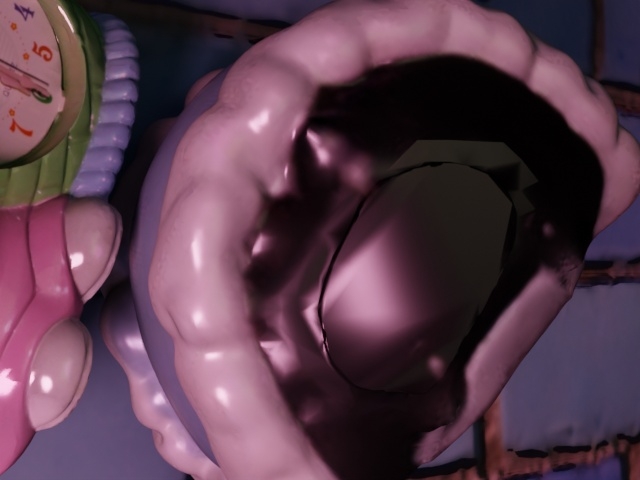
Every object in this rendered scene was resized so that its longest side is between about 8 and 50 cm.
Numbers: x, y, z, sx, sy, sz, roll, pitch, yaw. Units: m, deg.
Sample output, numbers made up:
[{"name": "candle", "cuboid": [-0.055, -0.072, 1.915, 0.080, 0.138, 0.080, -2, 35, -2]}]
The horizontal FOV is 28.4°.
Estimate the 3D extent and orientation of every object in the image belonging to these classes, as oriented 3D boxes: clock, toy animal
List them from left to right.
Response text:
[{"name": "clock", "cuboid": [-0.163, -0.034, 0.396, 0.195, 0.100, 0.194, 25, 66, -43]}, {"name": "toy animal", "cuboid": [0.000, 0.000, 0.487, 0.156, 0.204, 0.208, 46, 75, -14]}]
